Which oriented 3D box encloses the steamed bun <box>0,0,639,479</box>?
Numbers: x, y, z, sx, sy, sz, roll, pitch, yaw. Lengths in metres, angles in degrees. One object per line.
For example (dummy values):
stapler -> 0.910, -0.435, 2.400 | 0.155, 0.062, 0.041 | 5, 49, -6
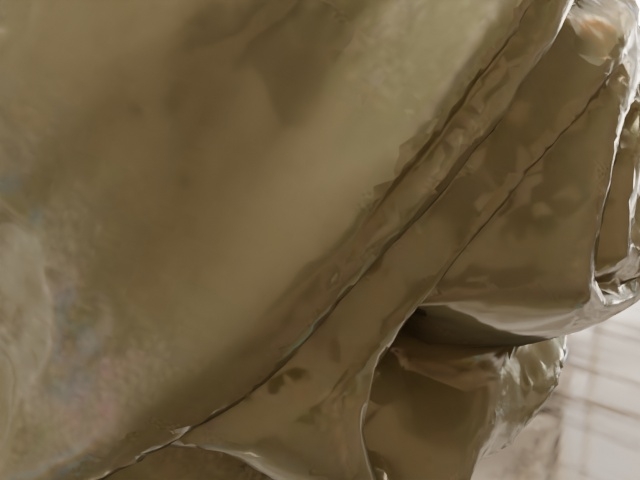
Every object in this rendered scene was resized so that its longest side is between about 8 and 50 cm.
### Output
steamed bun -> -0.005, 0.000, 0.514 | 0.309, 0.219, 0.324 | 5, -67, -63
